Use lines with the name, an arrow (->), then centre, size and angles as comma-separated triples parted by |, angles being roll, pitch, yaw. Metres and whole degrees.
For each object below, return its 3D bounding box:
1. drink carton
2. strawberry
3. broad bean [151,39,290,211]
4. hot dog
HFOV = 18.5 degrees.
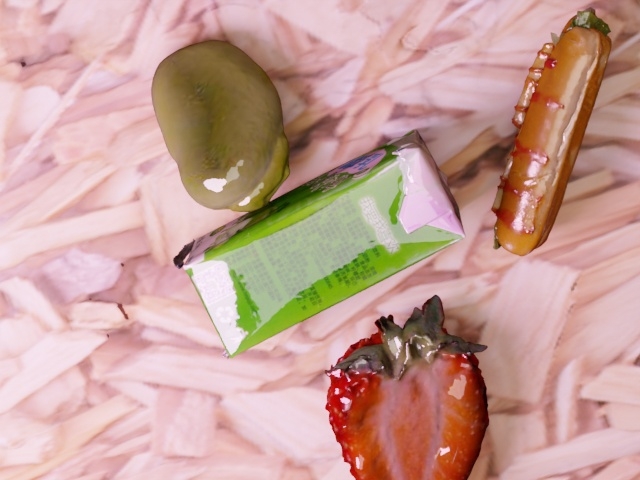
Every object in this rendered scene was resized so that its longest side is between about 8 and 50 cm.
drink carton -> 0.000, 0.000, 1.909 | 0.271, 0.161, 0.108 | -28, 99, 6
strawberry -> 0.096, 0.183, 1.980 | 0.174, 0.098, 0.228 | -24, 112, -10
broad bean -> -0.096, -0.110, 1.920 | 0.124, 0.082, 0.174 | -15, 88, 7
hot dog -> 0.221, -0.108, 1.914 | 0.076, 0.104, 0.250 | 17, 102, 9
